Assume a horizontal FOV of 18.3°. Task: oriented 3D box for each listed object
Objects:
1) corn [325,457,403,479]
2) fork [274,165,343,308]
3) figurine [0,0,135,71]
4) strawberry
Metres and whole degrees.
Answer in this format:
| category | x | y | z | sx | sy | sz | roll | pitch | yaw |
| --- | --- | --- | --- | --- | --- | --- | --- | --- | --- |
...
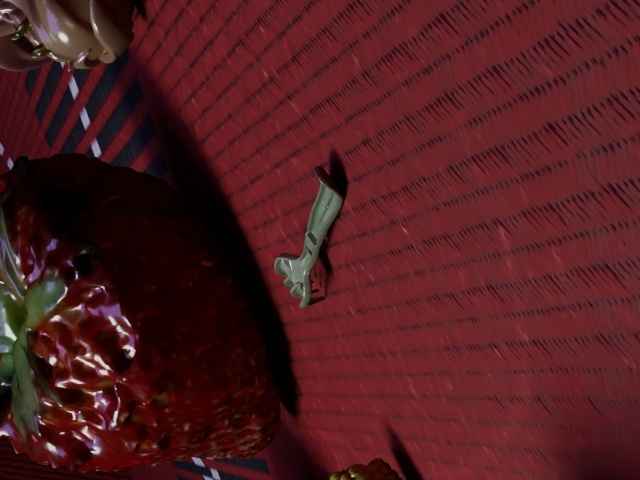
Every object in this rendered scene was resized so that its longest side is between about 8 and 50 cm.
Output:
| category | x | y | z | sx | sy | sz | roll | pitch | yaw |
| --- | --- | --- | --- | --- | --- | --- | --- | --- | --- |
| corn | 0.068 | 0.237 | 1.295 | 0.206 | 0.067 | 0.067 | 61 | 168 | 10 |
| fork | -0.006 | 0.003 | 1.191 | 0.219 | 0.028 | 0.034 | 102 | 143 | -72 |
| figurine | -0.200 | -0.174 | 1.438 | 0.114 | 0.126 | 0.157 | 21 | -169 | -27 |
| strawberry | -0.149 | 0.061 | 1.558 | 0.261 | 0.258 | 0.261 | 13 | 106 | 54 |
